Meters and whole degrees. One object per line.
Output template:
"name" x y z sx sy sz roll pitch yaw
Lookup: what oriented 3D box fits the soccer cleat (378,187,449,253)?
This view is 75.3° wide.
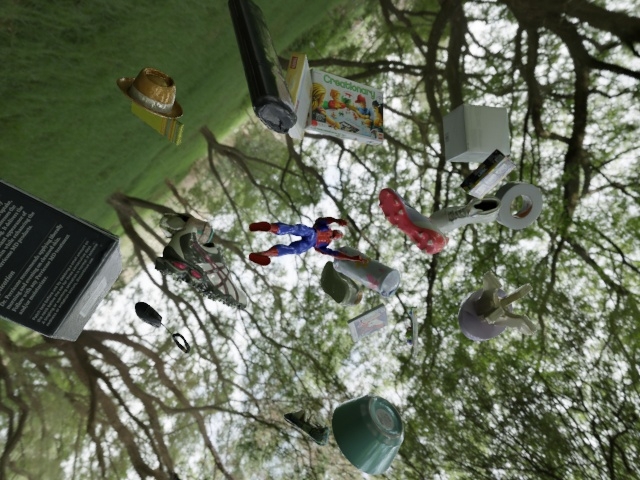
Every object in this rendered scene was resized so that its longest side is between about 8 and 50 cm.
"soccer cleat" 0.263 -0.060 1.194 0.095 0.248 0.083 -16 145 -38

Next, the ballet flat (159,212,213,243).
"ballet flat" -0.453 -0.048 1.336 0.316 0.106 0.107 3 -105 51

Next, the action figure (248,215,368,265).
"action figure" 0.000 0.000 0.814 0.139 0.091 0.280 7 -172 28

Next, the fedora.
"fedora" -0.450 -0.414 1.132 0.079 0.194 0.194 -51 -162 24

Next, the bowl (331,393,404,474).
"bowl" 0.216 0.752 1.681 0.163 0.312 0.311 -52 -163 25

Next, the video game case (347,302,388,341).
"video game case" 0.238 0.410 2.060 0.201 0.183 0.023 -26 -134 -8

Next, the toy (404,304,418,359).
"toy" 0.437 0.435 1.994 0.056 0.237 0.137 2 -178 23

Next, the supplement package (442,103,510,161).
"supplement package" 0.628 -0.428 1.682 0.149 0.203 0.194 165 -76 -73

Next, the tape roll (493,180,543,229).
"tape roll" 0.919 -0.166 1.943 0.219 0.219 0.072 -43 -161 7

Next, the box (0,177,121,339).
"box" -0.854 0.051 1.156 0.480 0.472 0.297 -31 -149 62

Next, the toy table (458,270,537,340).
"toy table" 0.641 0.242 1.503 0.274 0.252 0.161 -41 173 -32

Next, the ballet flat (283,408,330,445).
"ballet flat" -0.039 0.556 1.273 0.188 0.070 0.070 13 -121 43

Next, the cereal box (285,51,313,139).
"cereal box" -0.067 -0.406 1.194 0.240 0.047 0.173 12 90 -86

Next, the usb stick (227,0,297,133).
"usb stick" -0.092 -0.273 0.622 0.045 0.077 0.278 -31 -124 24

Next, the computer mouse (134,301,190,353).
"computer mouse" -0.527 0.295 1.375 0.071 0.242 0.041 -42 -173 35

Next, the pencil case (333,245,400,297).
"pencil case" 0.174 0.116 1.589 0.273 0.124 0.113 28 -113 39

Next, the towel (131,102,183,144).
"towel" -0.631 -0.475 1.605 0.021 0.237 0.102 -51 176 -48

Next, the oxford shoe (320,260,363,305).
"oxford shoe" 0.106 0.237 2.244 0.449 0.130 0.169 -136 -117 -66

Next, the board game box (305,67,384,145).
"board game box" 0.087 -0.452 1.431 0.053 0.305 0.193 -6 -98 58

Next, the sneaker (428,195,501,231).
"sneaker" 0.584 -0.119 1.701 0.293 0.169 0.108 -12 -107 10

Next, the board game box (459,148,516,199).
"board game box" 0.591 -0.229 1.460 0.170 0.141 0.048 -48 -121 25

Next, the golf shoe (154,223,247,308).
"golf shoe" -0.244 0.074 0.958 0.105 0.273 0.120 9 -115 34
